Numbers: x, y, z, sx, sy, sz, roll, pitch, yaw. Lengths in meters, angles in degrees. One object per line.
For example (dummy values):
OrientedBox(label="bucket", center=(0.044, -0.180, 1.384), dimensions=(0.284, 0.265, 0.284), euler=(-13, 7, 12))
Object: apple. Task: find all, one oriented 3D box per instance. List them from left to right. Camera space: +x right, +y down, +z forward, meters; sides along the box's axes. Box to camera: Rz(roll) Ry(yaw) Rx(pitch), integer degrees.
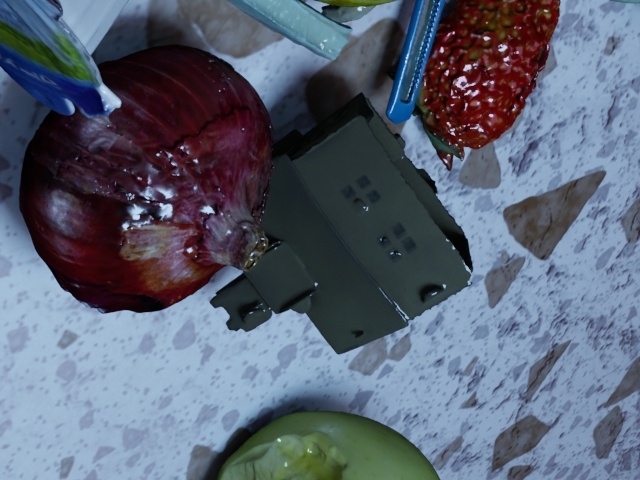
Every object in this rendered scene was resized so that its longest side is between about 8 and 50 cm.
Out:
OrientedBox(label="apple", center=(0.013, 0.328, 1.608), dimensions=(0.279, 0.279, 0.279), euler=(-26, 136, -28))

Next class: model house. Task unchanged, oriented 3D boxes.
OrientedBox(label="model house", center=(0.000, 0.000, 1.401), dimensions=(0.243, 0.211, 0.204), euler=(-35, -172, 12))

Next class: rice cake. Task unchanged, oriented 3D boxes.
OrientedBox(label="rice cake", center=(-0.069, -0.224, 1.198), dimensions=(0.211, 0.124, 0.038), euler=(27, 96, -46))

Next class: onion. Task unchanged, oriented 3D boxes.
OrientedBox(label="onion", center=(-0.135, -0.043, 1.195), dimensions=(0.252, 0.219, 0.252), euler=(-35, 147, -28))

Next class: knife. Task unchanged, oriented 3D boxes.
OrientedBox(label="knife", center=(0.119, -0.259, 1.389), dimensions=(0.044, 0.026, 0.296), euler=(3, 108, -40))

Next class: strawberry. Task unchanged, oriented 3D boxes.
OrientedBox(label="strawberry", center=(0.197, -0.193, 1.491), dimensions=(0.228, 0.098, 0.174), euler=(-41, 142, -10))

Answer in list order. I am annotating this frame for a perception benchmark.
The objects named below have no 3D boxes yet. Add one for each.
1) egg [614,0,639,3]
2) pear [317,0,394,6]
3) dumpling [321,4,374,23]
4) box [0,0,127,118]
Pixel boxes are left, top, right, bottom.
OrientedBox(label="egg", center=(0.314, -0.335, 1.437), dimensions=(0.231, 0.169, 0.169), euler=(5, 118, -28))
OrientedBox(label="pear", center=(0.026, -0.325, 1.095), dimensions=(0.283, 0.283, 0.283), euler=(-26, 136, -28))
OrientedBox(label="dumpling", center=(0.120, -0.333, 1.261), dimensions=(0.332, 0.166, 0.086), euler=(-30, 121, 30))
OrientedBox(label="box", center=(-0.186, -0.238, 0.986), dimensions=(0.206, 0.262, 0.291), euler=(-54, 150, -12))
